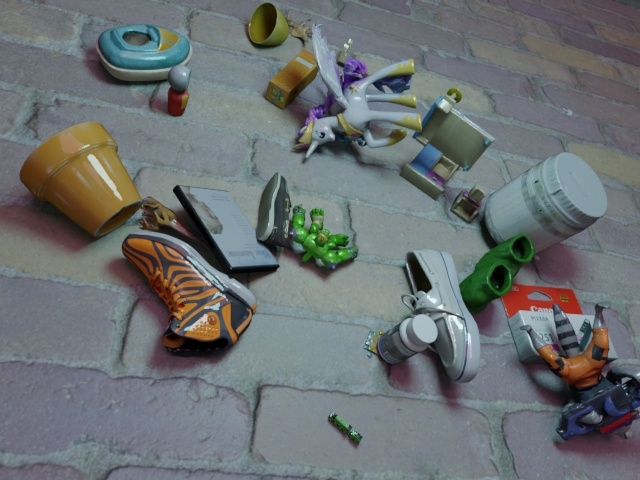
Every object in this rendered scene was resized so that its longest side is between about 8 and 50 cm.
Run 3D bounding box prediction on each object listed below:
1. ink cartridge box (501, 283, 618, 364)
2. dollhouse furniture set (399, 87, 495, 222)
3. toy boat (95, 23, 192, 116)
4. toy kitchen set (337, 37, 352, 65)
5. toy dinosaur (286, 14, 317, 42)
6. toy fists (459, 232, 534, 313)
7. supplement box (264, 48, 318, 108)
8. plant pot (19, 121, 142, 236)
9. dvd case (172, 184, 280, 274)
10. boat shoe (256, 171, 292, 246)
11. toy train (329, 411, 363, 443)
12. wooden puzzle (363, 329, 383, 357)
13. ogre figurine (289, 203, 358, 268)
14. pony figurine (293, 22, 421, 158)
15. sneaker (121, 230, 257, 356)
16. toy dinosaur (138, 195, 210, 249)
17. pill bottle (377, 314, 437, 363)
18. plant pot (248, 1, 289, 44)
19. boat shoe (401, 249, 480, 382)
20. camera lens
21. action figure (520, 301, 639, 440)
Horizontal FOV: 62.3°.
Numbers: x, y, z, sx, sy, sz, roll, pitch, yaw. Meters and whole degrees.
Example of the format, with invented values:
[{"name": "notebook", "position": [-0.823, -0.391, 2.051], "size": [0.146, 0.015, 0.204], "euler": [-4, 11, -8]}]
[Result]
[{"name": "ink cartridge box", "position": [0.634, 0.213, 1.427], "size": [0.275, 0.060, 0.239], "euler": [6, 54, -18]}, {"name": "dollhouse furniture set", "position": [0.428, -0.273, 1.547], "size": [0.286, 0.303, 0.198], "euler": [36, 51, 7]}, {"name": "toy boat", "position": [-0.449, -0.498, 1.466], "size": [0.267, 0.148, 0.318], "euler": [-23, 66, -34]}, {"name": "toy kitchen set", "position": [0.109, -0.650, 1.860], "size": [0.075, 0.083, 0.068], "euler": [25, 8, -3]}, {"name": "toy dinosaur", "position": [-0.059, -0.739, 1.878], "size": [0.092, 0.053, 0.183], "euler": [-22, 57, -16]}, {"name": "toy fists", "position": [0.458, 0.091, 1.396], "size": [0.096, 0.142, 0.279], "euler": [51, 52, -1]}, {"name": "supplement box", "position": [-0.083, -0.511, 1.669], "size": [0.080, 0.078, 0.233], "euler": [30, 49, 2]}, {"name": "plant pot", "position": [-0.496, -0.118, 1.147], "size": [0.188, 0.205, 0.205], "euler": [49, 51, -2]}, {"name": "dvd case", "position": [-0.217, -0.027, 1.234], "size": [0.253, 0.022, 0.180], "euler": [54, 24, 20]}, {"name": "boat shoe", "position": [-0.110, -0.078, 1.338], "size": [0.068, 0.081, 0.228], "euler": [27, 44, -24]}, {"name": "toy train", "position": [0.052, 0.384, 1.087], "size": [0.083, 0.024, 0.017], "euler": [40, 51, 9]}, {"name": "wooden puzzle", "position": [0.131, 0.241, 1.238], "size": [0.049, 0.006, 0.083], "euler": [28, 50, -1]}, {"name": "ogre figurine", "position": [0.000, 0.000, 1.313], "size": [0.197, 0.096, 0.118], "euler": [54, 34, -15]}, {"name": "pony figurine", "position": [0.092, -0.413, 1.526], "size": [0.363, 0.303, 0.351], "euler": [-6, 73, 9]}, {"name": "sneaker", "position": [-0.299, 0.115, 1.083], "size": [0.321, 0.125, 0.180], "euler": [30, 49, 1]}, {"name": "toy dinosaur", "position": [-0.344, -0.046, 1.211], "size": [0.211, 0.064, 0.112], "euler": [39, 27, 14]}, {"name": "pill bottle", "position": [0.195, 0.221, 1.186], "size": [0.078, 0.137, 0.078], "euler": [15, 54, -22]}, {"name": "plant pot", "position": [-0.160, -0.709, 1.767], "size": [0.095, 0.134, 0.134], "euler": [6, 48, -51]}, {"name": "boat shoe", "position": [0.262, 0.162, 1.266], "size": [0.156, 0.136, 0.367], "euler": [9, 49, -16]}, {"name": "camera lens", "position": [0.621, -0.092, 1.492], "size": [0.219, 0.274, 0.219], "euler": [14, 59, -25]}, {"name": "action figure", "position": [0.676, 0.305, 1.257], "size": [0.341, 0.178, 0.330], "euler": [-22, 94, 5]}]
